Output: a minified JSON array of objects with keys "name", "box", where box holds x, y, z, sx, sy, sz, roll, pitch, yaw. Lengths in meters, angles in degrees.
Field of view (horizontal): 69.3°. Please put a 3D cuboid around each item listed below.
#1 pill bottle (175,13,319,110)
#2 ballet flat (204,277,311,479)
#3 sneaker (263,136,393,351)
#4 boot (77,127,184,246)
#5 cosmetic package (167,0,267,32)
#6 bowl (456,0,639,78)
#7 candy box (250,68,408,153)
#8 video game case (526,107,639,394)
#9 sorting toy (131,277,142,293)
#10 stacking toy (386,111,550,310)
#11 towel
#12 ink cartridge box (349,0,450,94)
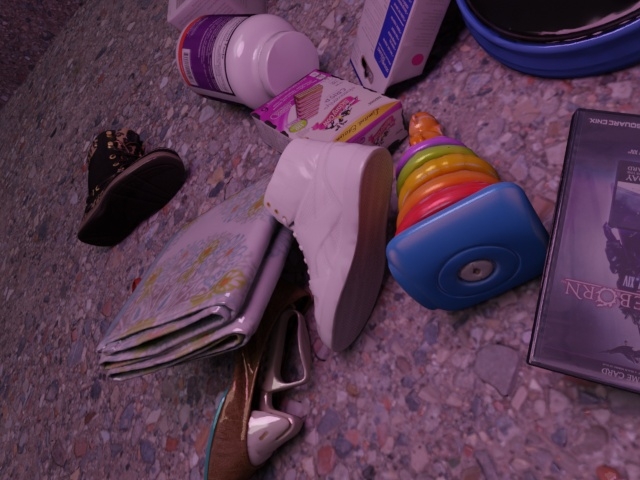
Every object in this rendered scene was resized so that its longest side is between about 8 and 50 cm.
[{"name":"pill bottle","box":[-0.152,-0.368,0.956,0.323,0.181,0.181,27,89,43]},{"name":"ballet flat","box":[-0.078,0.221,0.705,0.124,0.116,0.342,3,68,23]},{"name":"sneaker","box":[0.000,0.000,0.663,0.169,0.108,0.292,20,111,35]},{"name":"boot","box":[-0.503,-0.185,1.209,0.377,0.138,0.284,-37,52,29]},{"name":"cosmetic package","box":[-0.244,-0.561,1.114,0.151,0.184,0.151,-23,59,31]},{"name":"bowl","box":[0.339,-0.406,0.565,0.391,0.077,0.391,-5,83,43]},{"name":"candy box","box":[0.008,-0.198,0.784,0.159,0.071,0.233,-39,47,-14]},{"name":"video game case","box":[0.327,0.011,0.445,0.196,0.026,0.274,13,78,17]},{"name":"sorting toy","box":[-0.402,0.135,1.050,0.061,0.042,0.102,-12,75,53]},{"name":"stacking toy","box":[0.159,-0.075,0.607,0.166,0.175,0.302,-30,43,24]},{"name":"towel","box":[-0.180,0.045,0.779,0.320,0.090,0.374,-23,32,31]},{"name":"ink cartridge box","box":[0.136,-0.395,0.711,0.371,0.069,0.175,110,150,-49]}]
